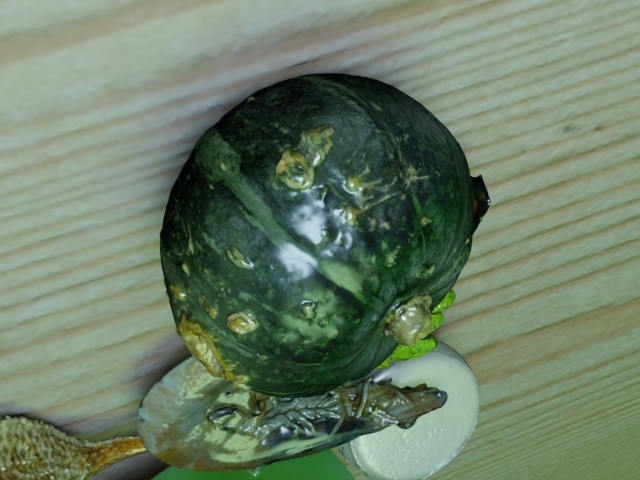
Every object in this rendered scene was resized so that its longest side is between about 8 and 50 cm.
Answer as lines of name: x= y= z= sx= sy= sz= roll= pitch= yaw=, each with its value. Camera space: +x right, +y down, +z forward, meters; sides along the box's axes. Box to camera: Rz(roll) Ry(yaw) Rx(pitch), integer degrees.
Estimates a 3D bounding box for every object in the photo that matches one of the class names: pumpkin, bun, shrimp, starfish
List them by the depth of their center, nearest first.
pumpkin: x=0.000 y=0.000 z=0.526 sx=0.190 sy=0.146 sz=0.190 roll=-23 pitch=136 yaw=-24
starfish: x=-0.274 y=0.194 z=0.712 sx=0.301 sy=0.084 sz=0.293 roll=-33 pitch=149 yaw=7
shrimp: x=-0.016 y=0.123 z=0.757 sx=0.251 sy=0.052 sz=0.143 roll=-8 pitch=135 yaw=-19
bun: x=0.068 y=0.142 z=0.884 sx=0.138 sy=0.094 sz=0.138 roll=-8 pitch=113 yaw=-19

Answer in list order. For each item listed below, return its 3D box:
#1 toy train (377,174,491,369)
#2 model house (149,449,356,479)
toy train: x=0.062 y=0.024 z=0.715 sx=0.085 sy=0.053 sz=0.249 roll=-13 pitch=150 yaw=-12
model house: x=-0.078 y=0.394 z=0.881 sx=0.300 sy=0.340 sz=0.323 roll=-32 pitch=162 yaw=-33
